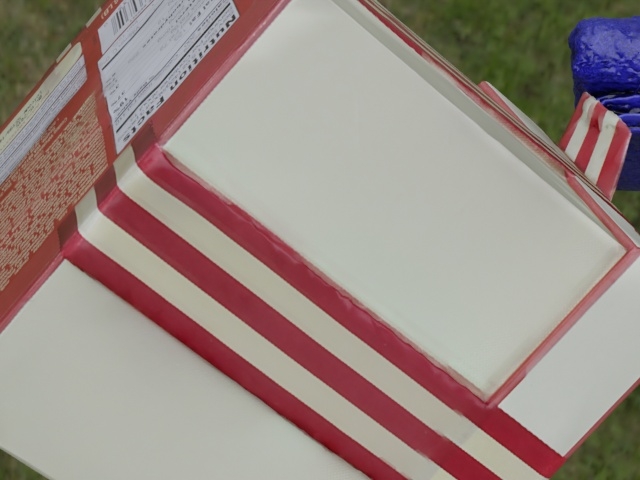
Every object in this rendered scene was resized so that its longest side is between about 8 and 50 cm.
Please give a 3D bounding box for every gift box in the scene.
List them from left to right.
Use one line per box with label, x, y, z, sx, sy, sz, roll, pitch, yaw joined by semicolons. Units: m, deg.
gift box;0.000;0.000;0.787;0.258;0.255;0.276;38;16;-22

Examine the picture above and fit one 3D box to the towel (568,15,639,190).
towel;0.313;-0.074;1.094;0.308;0.227;0.076;0;72;11
